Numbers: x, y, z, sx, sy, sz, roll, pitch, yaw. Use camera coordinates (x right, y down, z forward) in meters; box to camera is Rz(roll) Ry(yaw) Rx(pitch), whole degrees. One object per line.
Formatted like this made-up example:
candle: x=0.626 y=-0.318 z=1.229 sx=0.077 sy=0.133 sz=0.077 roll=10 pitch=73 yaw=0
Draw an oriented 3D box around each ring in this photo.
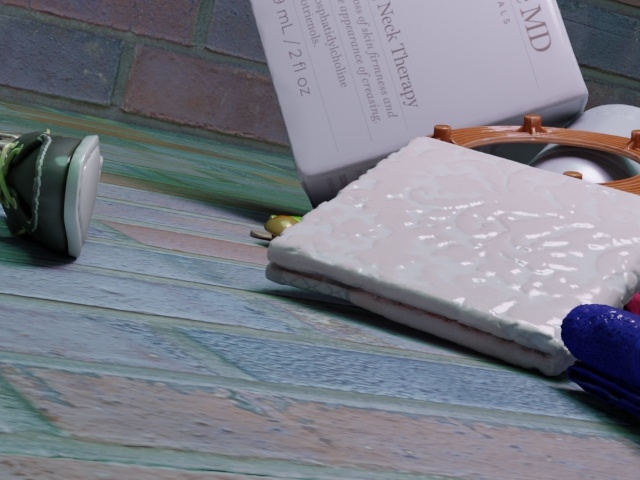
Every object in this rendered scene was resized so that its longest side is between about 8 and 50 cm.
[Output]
ring: x=0.268 y=-0.101 z=1.880 sx=0.336 sy=0.032 sz=0.336 roll=2 pitch=16 yaw=0

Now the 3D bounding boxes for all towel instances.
towel: x=0.327 y=0.131 z=1.236 sx=0.227 sy=0.076 sz=0.308 roll=19 pitch=4 yaw=-13
towel: x=0.158 y=0.007 z=1.562 sx=0.317 sy=0.053 sz=0.332 roll=18 pitch=31 yaw=26

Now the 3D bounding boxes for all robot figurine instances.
robot figurine: x=0.359 y=-0.048 z=2.093 sx=0.300 sy=0.200 sz=0.353 roll=-34 pitch=4 yaw=39

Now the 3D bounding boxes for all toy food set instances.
toy food set: x=0.000 y=0.000 z=1.899 sx=0.132 sy=0.039 sz=0.192 roll=11 pitch=6 yaw=-22

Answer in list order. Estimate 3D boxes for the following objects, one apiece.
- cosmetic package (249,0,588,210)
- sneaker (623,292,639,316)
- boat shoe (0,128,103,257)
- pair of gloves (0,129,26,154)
cosmetic package: x=0.129 y=-0.256 z=2.267 sx=0.393 sy=0.330 sz=0.327 roll=-17 pitch=-11 yaw=2
sneaker: x=0.203 y=0.027 z=1.718 sx=0.299 sy=0.121 sz=0.112 roll=7 pitch=21 yaw=-10
boat shoe: x=-0.250 y=-0.047 z=1.471 sx=0.091 sy=0.109 sz=0.305 roll=12 pitch=0 yaw=-8
pair of gloves: x=-0.428 y=-0.121 z=2.110 sx=0.204 sy=0.042 sz=0.240 roll=8 pitch=5 yaw=-18
